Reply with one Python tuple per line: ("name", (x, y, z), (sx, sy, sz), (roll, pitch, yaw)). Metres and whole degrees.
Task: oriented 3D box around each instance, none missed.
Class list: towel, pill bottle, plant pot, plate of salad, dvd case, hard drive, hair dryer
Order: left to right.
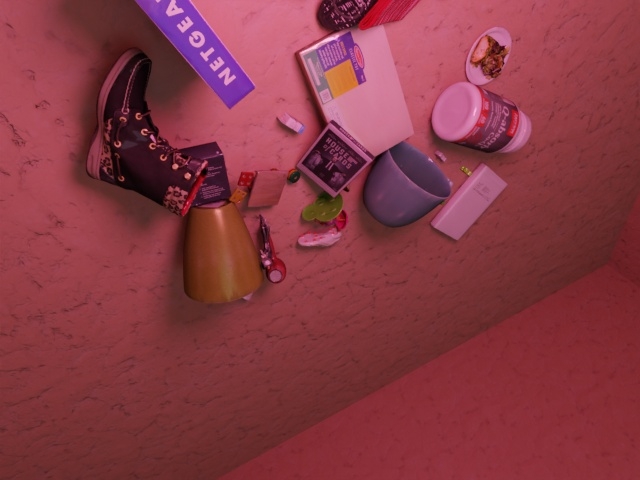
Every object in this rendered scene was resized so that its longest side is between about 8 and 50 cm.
("plant pot", (-0.343, 0.012, 1.361), (0.274, 0.275, 0.294), (-13, 115, -20))
("hair dryer", (-0.174, 0.049, 1.529), (0.080, 0.224, 0.294), (-5, 154, -2))
("dvd case", (0.043, -0.261, 1.343), (0.179, 0.030, 0.238), (39, 142, -8))
("plant pot", (0.298, -0.189, 1.526), (0.292, 0.293, 0.235), (9, 136, -35))
("towel", (0.230, -0.657, 1.099), (0.198, 0.031, 0.275), (-32, -173, 46))
("hard drive", (0.706, -0.174, 1.933), (0.232, 0.047, 0.353), (21, 113, -41))
("pill bottle", (0.614, -0.446, 1.532), (0.362, 0.210, 0.210), (4, 124, -33))
("plate of salad", (0.614, -0.659, 1.467), (0.199, 0.048, 0.200), (-16, 132, -18))

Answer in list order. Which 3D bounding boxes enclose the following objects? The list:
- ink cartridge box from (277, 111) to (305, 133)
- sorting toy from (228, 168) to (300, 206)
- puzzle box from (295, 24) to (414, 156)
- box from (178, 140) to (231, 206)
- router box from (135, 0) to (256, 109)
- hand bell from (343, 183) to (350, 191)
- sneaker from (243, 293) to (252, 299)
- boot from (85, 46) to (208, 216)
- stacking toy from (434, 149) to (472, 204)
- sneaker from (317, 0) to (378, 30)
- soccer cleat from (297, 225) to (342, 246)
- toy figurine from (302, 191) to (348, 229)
("ink cartridge box", (-0.093, -0.377, 1.295), (0.083, 0.048, 0.028), (22, 114, -41))
("sorting toy", (-0.194, -0.183, 1.374), (0.274, 0.046, 0.132), (-11, 132, -46))
("puzzle box", (0.123, -0.459, 1.289), (0.272, 0.052, 0.409), (-29, 123, -4))
("box", (-0.371, -0.202, 1.252), (0.155, 0.093, 0.158), (-17, 134, -17))
("router box", (-0.309, -0.488, 0.897), (0.082, 0.301, 0.335), (-38, 136, 5))
("hand bell", (0.135, -0.307, 1.471), (0.242, 0.126, 0.126), (-49, 135, -4))
("sneaker", (-0.335, 0.194, 1.646), (0.152, 0.053, 0.061), (24, 97, -44))
("boot", (-0.426, -0.257, 1.053), (0.284, 0.138, 0.378), (30, 116, -7))
("stacking toy", (0.477, -0.248, 1.618), (0.167, 0.221, 0.052), (-49, 131, 9))
("sneaker", (0.123, -0.681, 1.121), (0.286, 0.130, 0.109), (-23, 116, 21))
("soccer cleat", (0.000, 0.000, 1.660), (0.196, 0.068, 0.076), (-15, 136, -23))
("toy figurine", (0.038, -0.091, 1.586), (0.173, 0.130, 0.159), (-20, 148, 17))
